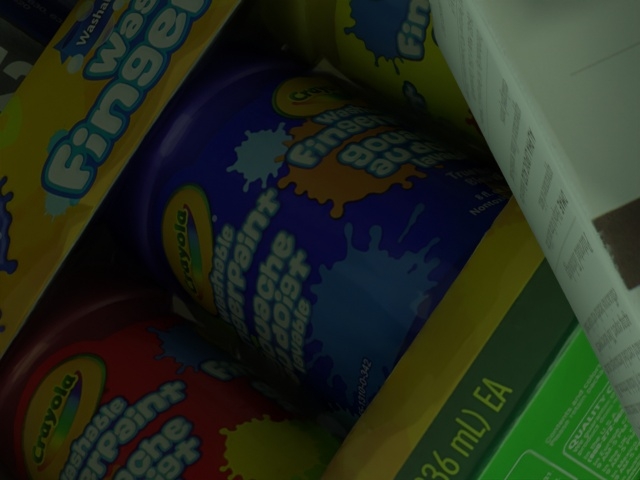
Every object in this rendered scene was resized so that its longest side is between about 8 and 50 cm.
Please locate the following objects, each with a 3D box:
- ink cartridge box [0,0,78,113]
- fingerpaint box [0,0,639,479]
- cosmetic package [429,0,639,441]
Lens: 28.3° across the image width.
[{"bbox_3d":[-0.271,-0.116,0.797,0.304,0.072,0.307,34,102,-4],"label":"ink cartridge box"},{"bbox_3d":[0.000,0.000,0.648,0.371,0.163,0.444,34,89,38],"label":"fingerpaint box"},{"bbox_3d":[0.204,0.031,0.381,0.217,0.156,0.385,-28,77,3],"label":"cosmetic package"}]
